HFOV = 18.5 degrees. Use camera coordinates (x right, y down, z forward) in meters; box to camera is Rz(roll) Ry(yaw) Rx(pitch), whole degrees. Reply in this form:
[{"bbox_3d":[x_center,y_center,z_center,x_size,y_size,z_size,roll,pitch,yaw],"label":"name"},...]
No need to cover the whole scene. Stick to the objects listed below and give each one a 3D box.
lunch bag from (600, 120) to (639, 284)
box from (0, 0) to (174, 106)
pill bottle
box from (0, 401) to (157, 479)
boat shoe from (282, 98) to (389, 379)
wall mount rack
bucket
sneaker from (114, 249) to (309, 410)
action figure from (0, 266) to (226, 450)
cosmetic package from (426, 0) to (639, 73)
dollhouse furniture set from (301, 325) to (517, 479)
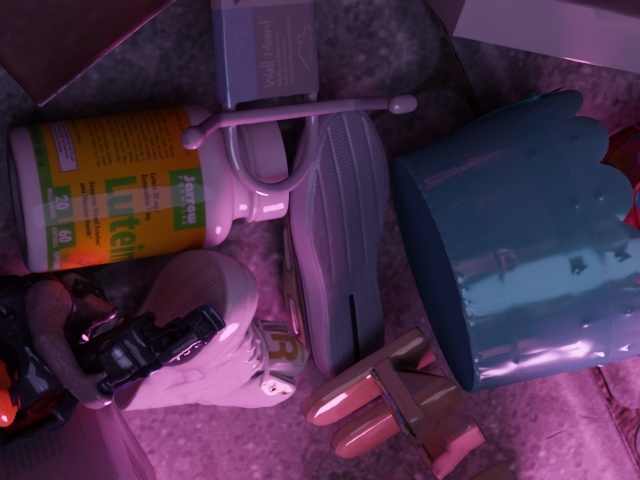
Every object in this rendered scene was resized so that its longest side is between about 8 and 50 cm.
[{"bbox_3d":[0.421,-0.025,2.001,0.293,0.120,0.258,-24,123,-17],"label":"lunch bag"},{"bbox_3d":[-0.250,-0.261,1.655,0.167,0.168,0.203,-38,121,5],"label":"box"},{"bbox_3d":[-0.159,-0.053,1.814,0.246,0.136,0.136,-9,120,-13],"label":"pill bottle"},{"bbox_3d":[-0.326,0.309,1.912,0.345,0.215,0.168,-28,122,0],"label":"box"},{"bbox_3d":[0.000,0.000,1.915,0.109,0.094,0.302,-22,123,-35],"label":"boat shoe"},{"bbox_3d":[-0.048,-0.203,1.680,0.304,0.130,0.350,-12,101,-45],"label":"wall mount rack"},{"bbox_3d":[0.190,0.006,1.884,0.183,0.281,0.281,-17,121,-6],"label":"bucket"},{"bbox_3d":[-0.080,0.087,1.879,0.169,0.108,0.292,2,158,-24],"label":"sneaker"},{"bbox_3d":[-0.268,0.094,1.752,0.341,0.330,0.178,-27,96,28],"label":"action figure"},{"bbox_3d":[0.226,-0.215,1.871,0.239,0.099,0.060,9,114,-21],"label":"cosmetic package"},{"bbox_3d":[0.116,0.352,1.997,0.256,0.362,0.394,-33,155,0],"label":"dollhouse furniture set"}]
